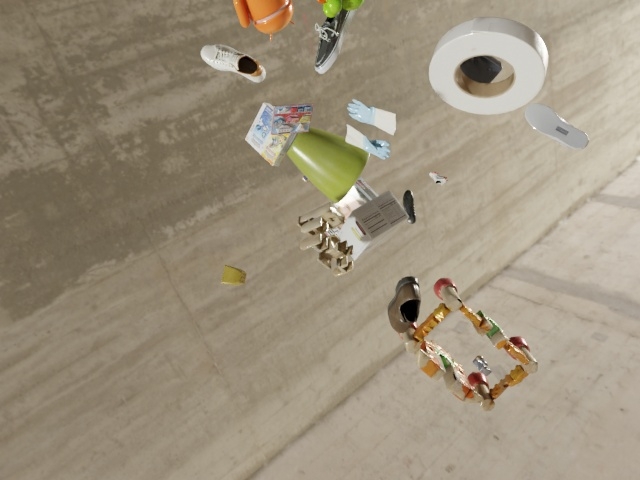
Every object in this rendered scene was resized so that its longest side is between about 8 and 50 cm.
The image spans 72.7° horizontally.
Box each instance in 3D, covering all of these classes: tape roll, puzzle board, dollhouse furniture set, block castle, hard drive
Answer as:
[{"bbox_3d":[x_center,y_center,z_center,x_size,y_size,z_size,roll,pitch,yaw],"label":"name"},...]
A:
[{"bbox_3d":[0.575,-0.593,1.515,0.391,0.392,0.072,4,-115,40],"label":"tape roll"},{"bbox_3d":[-0.085,-0.364,1.310,0.128,0.097,0.011,-11,-132,-24],"label":"puzzle board"},{"bbox_3d":[0.000,0.000,1.653,0.160,0.212,0.242,-24,-135,29],"label":"dollhouse furniture set"},{"bbox_3d":[0.536,0.385,1.628,0.303,0.453,0.213,-50,-172,14],"label":"block castle"},{"bbox_3d":[0.597,-0.671,1.766,0.054,0.171,0.254,-64,-172,-22],"label":"hard drive"}]

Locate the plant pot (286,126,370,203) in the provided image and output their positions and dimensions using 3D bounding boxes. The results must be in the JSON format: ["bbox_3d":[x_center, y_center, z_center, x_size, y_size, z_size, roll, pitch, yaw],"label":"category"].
[{"bbox_3d":[0.015,-0.349,1.846,0.275,0.293,0.275,-55,-168,18],"label":"plant pot"}]

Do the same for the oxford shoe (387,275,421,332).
[{"bbox_3d":[0.246,0.214,1.282,0.082,0.227,0.096,-2,-135,-1],"label":"oxford shoe"}]

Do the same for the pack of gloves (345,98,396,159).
[{"bbox_3d":[0.173,-0.412,1.636,0.232,0.195,0.046,33,-128,33],"label":"pack of gloves"}]

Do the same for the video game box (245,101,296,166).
[{"bbox_3d":[-0.210,-0.449,1.844,0.205,0.187,0.048,45,-151,24],"label":"video game box"}]

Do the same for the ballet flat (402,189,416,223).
[{"bbox_3d":[0.446,-0.168,2.183,0.057,0.173,0.049,-7,179,25],"label":"ballet flat"}]

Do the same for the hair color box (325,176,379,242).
[{"bbox_3d":[0.130,-0.118,2.174,0.374,0.185,0.113,-46,176,36],"label":"hair color box"}]

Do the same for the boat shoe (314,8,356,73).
[{"bbox_3d":[0.037,-0.820,1.712,0.104,0.307,0.113,18,-165,-38],"label":"boat shoe"}]

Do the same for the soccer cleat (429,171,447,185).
[{"bbox_3d":[0.412,-0.219,1.543,0.035,0.029,0.083,-41,-136,-11],"label":"soccer cleat"}]

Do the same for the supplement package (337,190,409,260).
[{"bbox_3d":[0.216,-0.059,1.859,0.203,0.145,0.262,-29,167,-21],"label":"supplement package"}]

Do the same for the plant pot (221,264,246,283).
[{"bbox_3d":[-0.376,0.159,1.925,0.083,0.081,0.081,7,171,21],"label":"plant pot"}]

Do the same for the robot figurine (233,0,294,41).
[{"bbox_3d":[-0.158,-0.665,1.185,0.128,0.219,0.158,-6,-131,30],"label":"robot figurine"}]

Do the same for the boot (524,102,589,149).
[{"bbox_3d":[0.899,-0.429,1.680,0.095,0.258,0.123,-52,168,16],"label":"boot"}]

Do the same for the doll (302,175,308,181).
[{"bbox_3d":[-0.036,-0.394,2.414,0.129,0.046,0.189,-49,-173,-28],"label":"doll"}]

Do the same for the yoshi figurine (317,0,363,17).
[{"bbox_3d":[0.077,-0.981,1.553,0.202,0.363,0.203,0,-176,14],"label":"yoshi figurine"}]

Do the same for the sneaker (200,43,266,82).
[{"bbox_3d":[-0.372,-0.764,1.826,0.289,0.106,0.123,19,-176,0],"label":"sneaker"}]
